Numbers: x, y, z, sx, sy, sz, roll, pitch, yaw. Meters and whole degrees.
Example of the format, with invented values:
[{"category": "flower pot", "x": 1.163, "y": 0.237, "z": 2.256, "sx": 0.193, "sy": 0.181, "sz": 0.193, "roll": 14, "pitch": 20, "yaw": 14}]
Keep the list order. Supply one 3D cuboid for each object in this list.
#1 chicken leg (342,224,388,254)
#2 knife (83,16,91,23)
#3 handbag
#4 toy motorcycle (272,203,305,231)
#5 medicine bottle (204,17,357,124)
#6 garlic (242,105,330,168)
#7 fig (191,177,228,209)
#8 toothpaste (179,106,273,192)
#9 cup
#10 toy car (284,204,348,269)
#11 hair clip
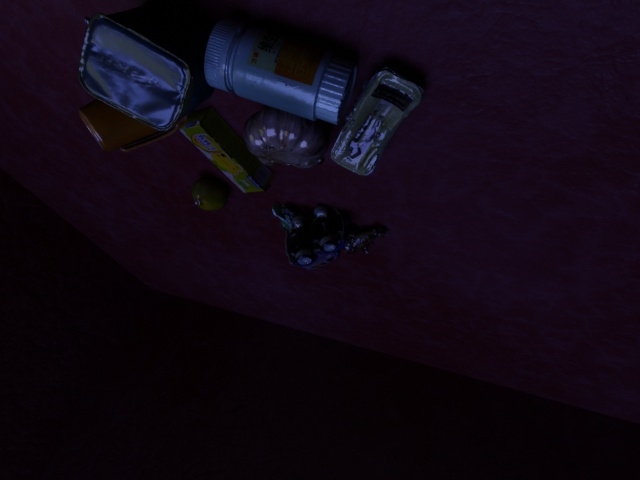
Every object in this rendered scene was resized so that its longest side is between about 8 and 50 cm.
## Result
[{"category": "chicken leg", "x": 0.148, "y": -0.010, "z": 1.681, "sx": 0.125, "sy": 0.080, "sz": 0.196, "roll": 18, "pitch": 148, "yaw": -13}, {"category": "knife", "x": -0.567, "y": -0.533, "z": 1.307, "sx": 0.028, "sy": 0.015, "sz": 0.210, "roll": 6, "pitch": 150, "yaw": 42}, {"category": "handbag", "x": -0.381, "y": -0.406, "z": 1.089, "sx": 0.263, "sy": 0.241, "sz": 0.222, "roll": 30, "pitch": 123, "yaw": -8}, {"category": "toy motorcycle", "x": -0.110, "y": -0.069, "z": 1.779, "sx": 0.106, "sy": 0.074, "sz": 0.190, "roll": 17, "pitch": 155, "yaw": 32}, {"category": "medicine bottle", "x": -0.084, "y": -0.376, "z": 1.056, "sx": 0.318, "sy": 0.158, "sz": 0.158, "roll": 21, "pitch": 154, "yaw": 5}, {"category": "garlic", "x": -0.090, "y": -0.288, "z": 1.249, "sx": 0.245, "sy": 0.160, "sz": 0.245, "roll": 3, "pitch": 165, "yaw": 1}, {"category": "fig", "x": -0.419, "y": -0.174, "z": 1.768, "sx": 0.136, "sy": 0.120, "sz": 0.153, "roll": -5, "pitch": 167, "yaw": 35}, {"category": "toothpaste", "x": -0.292, "y": -0.279, "z": 1.503, "sx": 0.110, "sy": 0.077, "sz": 0.327, "roll": 1, "pitch": 147, "yaw": 41}, {"category": "cup", "x": -0.511, "y": -0.352, "z": 1.313, "sx": 0.182, "sy": 0.264, "sz": 0.226, "roll": 47, "pitch": 162, "yaw": 23}, {"category": "toy car", "x": 0.000, "y": 0.000, "z": 1.665, "sx": 0.235, "sy": 0.172, "sz": 0.158, "roll": -24, "pitch": 145, "yaw": 22}, {"category": "hair clip", "x": 0.130, "y": -0.292, "z": 1.133, "sx": 0.138, "sy": 0.091, "sz": 0.321, "roll": 26, "pitch": 144, "yaw": -8}]
